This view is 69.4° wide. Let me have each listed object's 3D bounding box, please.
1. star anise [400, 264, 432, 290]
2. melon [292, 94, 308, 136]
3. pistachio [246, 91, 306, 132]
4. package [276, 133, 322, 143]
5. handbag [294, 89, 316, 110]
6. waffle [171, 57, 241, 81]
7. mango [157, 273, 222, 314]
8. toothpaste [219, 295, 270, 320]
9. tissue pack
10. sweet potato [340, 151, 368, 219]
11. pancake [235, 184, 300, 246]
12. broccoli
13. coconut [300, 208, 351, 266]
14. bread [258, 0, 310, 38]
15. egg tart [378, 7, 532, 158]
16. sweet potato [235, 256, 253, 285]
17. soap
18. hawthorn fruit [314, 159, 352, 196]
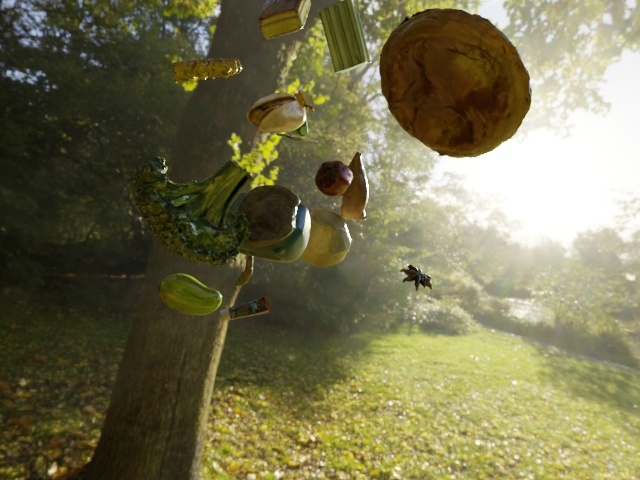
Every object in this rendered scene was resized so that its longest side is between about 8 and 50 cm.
[{"bbox_3d":[0.374,0.140,1.793,0.141,0.042,0.141,17,33,-11],"label":"star anise"},{"bbox_3d":[-0.137,-0.692,2.569,0.124,0.196,0.323,37,20,-34],"label":"melon"},{"bbox_3d":[-0.195,-0.570,2.099,0.299,0.187,0.188,-26,23,-39],"label":"pistachio"},{"bbox_3d":[-0.098,-0.493,2.248,0.171,0.027,0.173,17,9,40],"label":"package"},{"bbox_3d":[-0.050,-0.493,1.628,0.027,0.061,0.083,-32,-17,30],"label":"handbag"},{"bbox_3d":[-0.372,-0.566,1.516,0.219,0.057,0.229,-10,25,-13],"label":"waffle"},{"bbox_3d":[-0.606,0.254,2.141,0.294,0.175,0.143,20,-25,-6],"label":"mango"},{"bbox_3d":[-0.299,0.277,1.834,0.194,0.071,0.045,-14,6,-11],"label":"toothpaste"},{"bbox_3d":[-0.190,-0.032,1.615,0.288,0.205,0.198,14,-29,12],"label":"tissue pack"},{"bbox_3d":[0.160,-0.241,2.123,0.131,0.336,0.131,1,36,-1],"label":"sweet potato"},{"bbox_3d":[-0.170,-0.085,1.453,0.223,0.236,0.042,19,-27,20],"label":"pancake"},{"bbox_3d":[-0.351,-0.102,1.293,0.249,0.301,0.375,9,-26,50],"label":"broccoli"},{"bbox_3d":[0.000,0.000,2.050,0.260,0.258,0.259,10,-1,0],"label":"coconut"},{"bbox_3d":[-0.146,-0.947,1.901,0.185,0.234,0.110,-7,-40,18],"label":"bread"},{"bbox_3d":[0.367,-0.433,1.274,0.443,0.178,0.443,32,-28,19],"label":"egg tart"},{"bbox_3d":[-0.380,0.160,2.397,0.053,0.182,0.054,20,8,-28],"label":"sweet potato"},{"bbox_3d":[0.077,-0.641,1.457,0.115,0.198,0.063,-11,11,24],"label":"soap"},{"bbox_3d":[0.070,-0.259,1.981,0.157,0.156,0.194,9,-2,34],"label":"hawthorn fruit"}]
